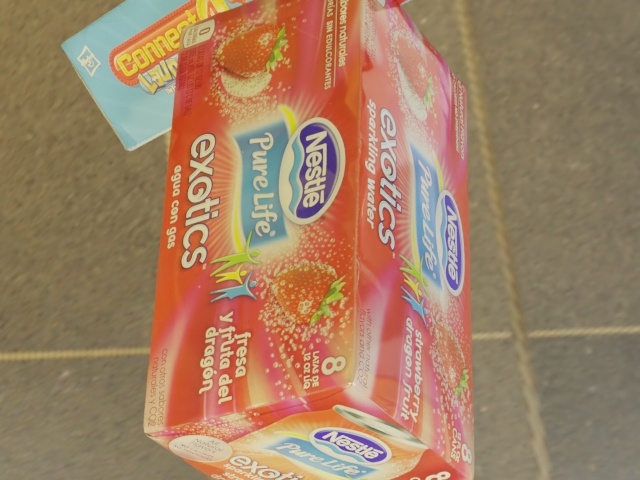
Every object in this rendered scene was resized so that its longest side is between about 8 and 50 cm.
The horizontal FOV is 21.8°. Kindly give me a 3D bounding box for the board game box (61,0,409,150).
[{"bbox_3d":[0.029,-0.204,1.083,0.302,0.308,0.086,-40,102,-42],"label":"board game box"}]

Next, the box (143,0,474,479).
[{"bbox_3d":[0.000,0.000,0.871,0.128,0.122,0.257,43,40,-46],"label":"box"}]
